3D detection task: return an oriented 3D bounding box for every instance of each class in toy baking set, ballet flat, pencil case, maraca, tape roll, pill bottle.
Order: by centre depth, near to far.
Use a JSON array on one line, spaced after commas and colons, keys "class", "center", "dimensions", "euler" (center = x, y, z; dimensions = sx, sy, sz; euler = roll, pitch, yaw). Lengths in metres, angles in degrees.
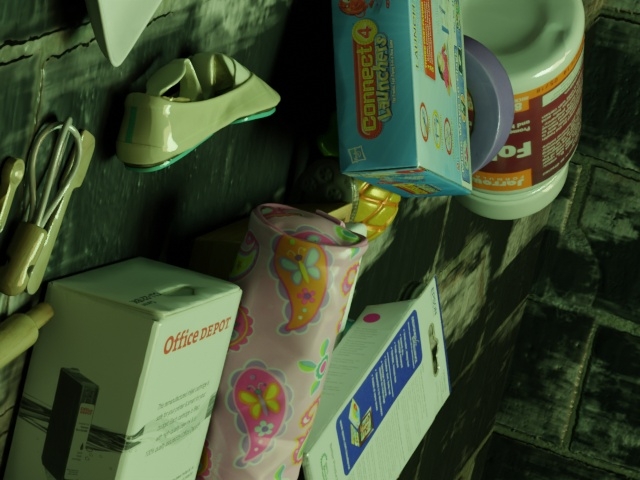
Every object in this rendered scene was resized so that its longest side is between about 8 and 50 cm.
[{"class": "toy baking set", "center": [-0.235, 0.007, 1.355], "dimensions": [0.256, 0.030, 0.197], "euler": [-37, 141, -64]}, {"class": "ballet flat", "center": [-0.107, -0.130, 1.566], "dimensions": [0.248, 0.086, 0.086], "euler": [-38, 143, -62]}, {"class": "pencil case", "center": [-0.046, 0.109, 1.658], "dimensions": [0.124, 0.124, 0.284], "euler": [-25, 133, -69]}, {"class": "ballet flat", "center": [0.000, 0.000, 2.036], "dimensions": [0.058, 0.084, 0.250], "euler": [-39, 149, -47]}, {"class": "maraca", "center": [0.041, -0.077, 2.069], "dimensions": [0.127, 0.099, 0.186], "euler": [-29, 126, -36]}, {"class": "tape roll", "center": [0.139, -0.161, 2.138], "dimensions": [0.080, 0.189, 0.189], "euler": [-32, 138, -65]}, {"class": "pill bottle", "center": [0.252, -0.202, 2.411], "dimensions": [0.392, 0.224, 0.224], "euler": [76, 35, -61]}]

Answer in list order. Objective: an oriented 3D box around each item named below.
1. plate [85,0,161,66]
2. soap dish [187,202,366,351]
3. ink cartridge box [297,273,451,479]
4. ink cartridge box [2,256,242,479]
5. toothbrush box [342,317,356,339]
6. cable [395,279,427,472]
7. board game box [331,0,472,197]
[{"class": "plate", "center": [-0.132, -0.319, 1.323], "dimensions": [0.278, 0.045, 0.277], "euler": [83, 28, -55]}, {"class": "soap dish", "center": [-0.061, 0.080, 1.856], "dimensions": [0.291, 0.118, 0.229], "euler": [-27, 133, -69]}, {"class": "ink cartridge box", "center": [0.050, 0.201, 1.953], "dimensions": [0.371, 0.069, 0.176], "euler": [-48, 136, -49]}, {"class": "ink cartridge box", "center": [-0.182, 0.164, 1.549], "dimensions": [0.197, 0.114, 0.273], "euler": [-19, 125, -71]}, {"class": "toothbrush box", "center": [0.008, 0.223, 2.231], "dimensions": [0.295, 0.126, 0.216], "euler": [-2, 109, -72]}, {"class": "cable", "center": [0.070, 0.187, 2.131], "dimensions": [0.139, 0.072, 0.287], "euler": [13, 81, -56]}, {"class": "board game box", "center": [0.093, -0.212, 1.931], "dimensions": [0.302, 0.086, 0.308], "euler": [14, 72, -74]}]
